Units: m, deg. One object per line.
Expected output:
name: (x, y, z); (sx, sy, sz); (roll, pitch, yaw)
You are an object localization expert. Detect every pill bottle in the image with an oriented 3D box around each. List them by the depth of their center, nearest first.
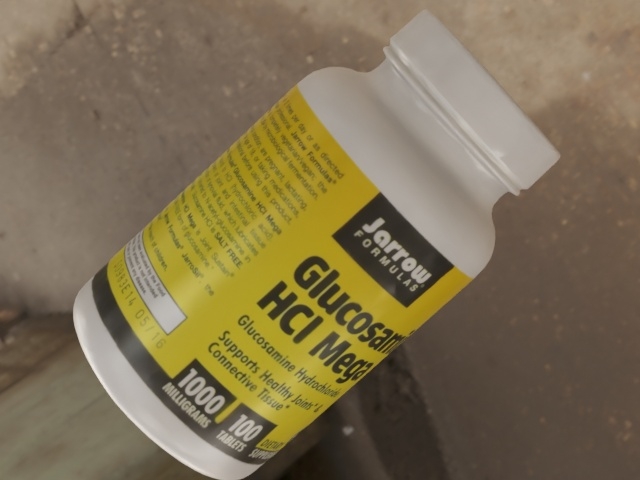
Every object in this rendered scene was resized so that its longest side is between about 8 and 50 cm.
pill bottle: (0.000, 0.000, 0.925); (0.188, 0.334, 0.188); (46, -170, -10)
